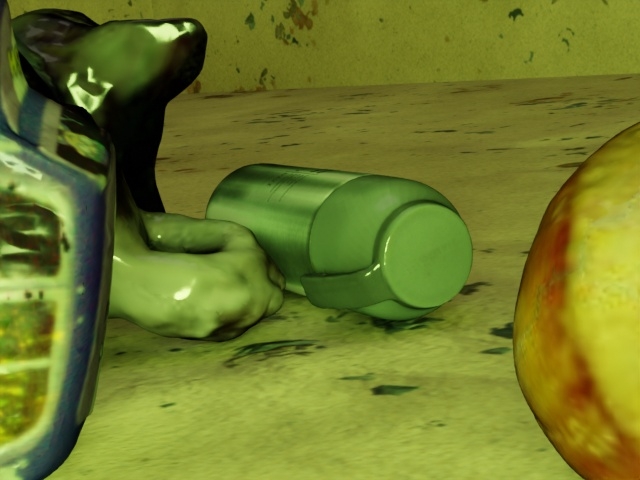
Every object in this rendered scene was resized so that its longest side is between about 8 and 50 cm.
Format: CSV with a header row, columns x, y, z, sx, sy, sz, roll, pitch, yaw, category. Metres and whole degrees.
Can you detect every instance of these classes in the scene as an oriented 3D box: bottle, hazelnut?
x,y,z,sx,sy,sz,roll,pitch,yaw,category
0.000,0.000,0.961,0.096,0.079,0.253,-29,17,-20,bottle
0.136,0.024,0.533,0.150,0.150,0.150,-6,9,1,hazelnut

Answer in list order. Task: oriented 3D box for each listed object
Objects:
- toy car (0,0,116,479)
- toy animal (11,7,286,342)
x,y,z,sx,sy,sz,roll,pitch,yaw,category
-0.163,-0.007,0.662,0.158,0.235,0.172,5,7,-10,toy car
-0.166,-0.048,0.970,0.302,0.194,0.344,14,25,-6,toy animal
